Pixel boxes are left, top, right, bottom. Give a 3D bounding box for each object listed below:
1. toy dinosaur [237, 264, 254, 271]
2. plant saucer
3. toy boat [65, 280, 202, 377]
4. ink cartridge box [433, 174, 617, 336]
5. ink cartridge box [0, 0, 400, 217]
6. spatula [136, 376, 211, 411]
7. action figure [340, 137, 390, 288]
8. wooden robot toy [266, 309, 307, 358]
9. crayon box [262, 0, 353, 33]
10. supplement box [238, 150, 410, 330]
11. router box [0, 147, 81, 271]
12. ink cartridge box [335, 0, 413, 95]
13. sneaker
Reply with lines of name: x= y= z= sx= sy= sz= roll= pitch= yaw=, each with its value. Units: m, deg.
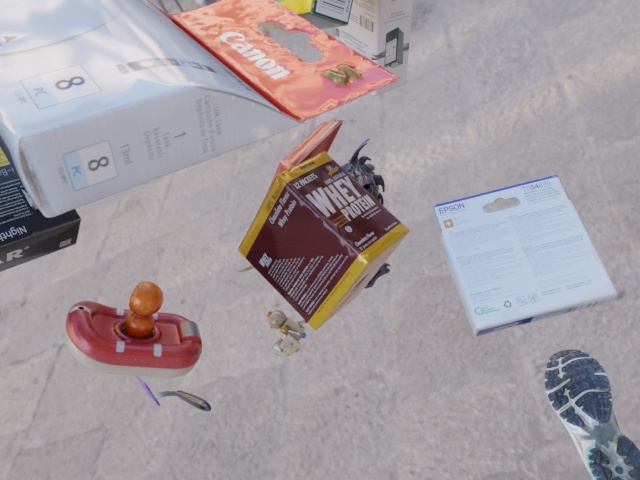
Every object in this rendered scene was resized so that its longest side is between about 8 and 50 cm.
toy dinosaur: x=-0.100 y=0.041 z=1.406 sx=0.183 sy=0.092 sz=0.053 roll=-30 pitch=30 yaw=17
plant saucer: x=-0.062 y=-0.180 z=1.553 sx=0.258 sy=0.047 sz=0.259 roll=-50 pitch=-5 yaw=-40
toy boat: x=-0.313 y=0.140 z=1.027 sx=0.151 sy=0.231 sz=0.151 roll=-129 pitch=52 yaw=-60
ink cartridge box: x=0.314 y=0.020 z=0.949 sx=0.223 sy=0.045 sz=0.224 roll=-13 pitch=63 yaw=0
ink cartridge box: x=-0.154 y=-0.205 z=0.614 sx=0.385 sy=0.091 sz=0.308 roll=-27 pitch=51 yaw=-25
spatula: x=-0.348 y=0.360 z=1.385 sx=0.296 sy=0.084 sz=0.030 roll=-2 pitch=32 yaw=41
action figure: x=0.059 y=-0.050 z=1.143 sx=0.141 sy=0.276 sz=0.164 roll=-7 pitch=18 yaw=4
wooden robot toy: x=-0.076 y=0.170 z=1.127 sx=0.076 sy=0.079 sz=0.173 roll=-49 pitch=4 yaw=9
crayon box: x=-0.015 y=-0.679 z=1.369 sx=0.313 sy=0.106 sz=0.363 roll=28 pitch=108 yaw=59
supplement box: x=0.000 y=0.000 z=0.973 sx=0.129 sy=0.194 sz=0.191 roll=-34 pitch=-17 yaw=-46
router box: x=-0.499 y=-0.057 z=0.734 sx=0.309 sy=0.243 sz=0.081 roll=-25 pitch=-13 yaw=-36
ink cartridge box: x=0.145 y=-0.591 z=1.683 sx=0.121 sy=0.289 sz=0.211 roll=-24 pitch=48 yaw=-23
sneaker: x=0.473 y=0.332 z=1.052 sx=0.110 sy=0.122 sz=0.283 roll=-15 pitch=51 yaw=8
